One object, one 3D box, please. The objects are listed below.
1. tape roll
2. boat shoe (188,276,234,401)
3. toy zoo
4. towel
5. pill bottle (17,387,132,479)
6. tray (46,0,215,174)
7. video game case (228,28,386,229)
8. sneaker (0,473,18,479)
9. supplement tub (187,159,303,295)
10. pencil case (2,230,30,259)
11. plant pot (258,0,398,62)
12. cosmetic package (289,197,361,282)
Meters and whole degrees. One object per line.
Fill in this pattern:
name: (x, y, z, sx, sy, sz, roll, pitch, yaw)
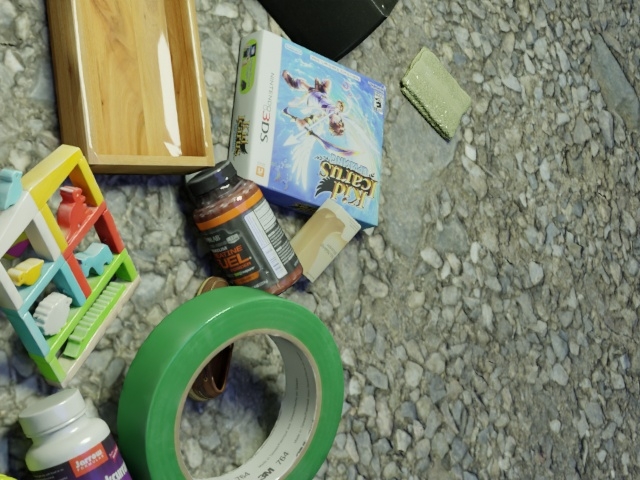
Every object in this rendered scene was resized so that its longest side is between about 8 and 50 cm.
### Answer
tape roll: (-0.113, 0.224, 1.583, 0.321, 0.077, 0.321, -12, 108, -38)
boat shoe: (-0.144, 0.136, 1.655, 0.064, 0.060, 0.178, 20, 67, -38)
toy zoo: (-0.321, 0.021, 1.445, 0.192, 0.030, 0.293, -58, 149, -34)
towel: (0.204, -0.258, 2.080, 0.148, 0.027, 0.110, 47, 54, -25)
pill bottle: (-0.294, 0.285, 1.453, 0.108, 0.108, 0.193, -30, 102, -42)
tray: (-0.270, -0.297, 1.629, 0.202, 0.076, 0.411, -2, 82, -42)
video game case: (-0.015, -0.165, 1.839, 0.269, 0.061, 0.244, 18, 70, -39)
sneaker: (-0.449, 0.347, 1.323, 0.295, 0.109, 0.124, -23, 122, -46)
supplement tub: (-0.113, -0.014, 1.687, 0.106, 0.106, 0.198, -40, 107, -40)
pencil case: (-0.444, -0.059, 1.402, 0.236, 0.104, 0.104, 23, 66, -37)
plant pot: (0.036, -0.409, 1.867, 0.188, 0.167, 0.187, 49, 53, -25)
cosmetic package: (0.000, 0.000, 1.789, 0.115, 0.041, 0.060, -50, 128, -3)
